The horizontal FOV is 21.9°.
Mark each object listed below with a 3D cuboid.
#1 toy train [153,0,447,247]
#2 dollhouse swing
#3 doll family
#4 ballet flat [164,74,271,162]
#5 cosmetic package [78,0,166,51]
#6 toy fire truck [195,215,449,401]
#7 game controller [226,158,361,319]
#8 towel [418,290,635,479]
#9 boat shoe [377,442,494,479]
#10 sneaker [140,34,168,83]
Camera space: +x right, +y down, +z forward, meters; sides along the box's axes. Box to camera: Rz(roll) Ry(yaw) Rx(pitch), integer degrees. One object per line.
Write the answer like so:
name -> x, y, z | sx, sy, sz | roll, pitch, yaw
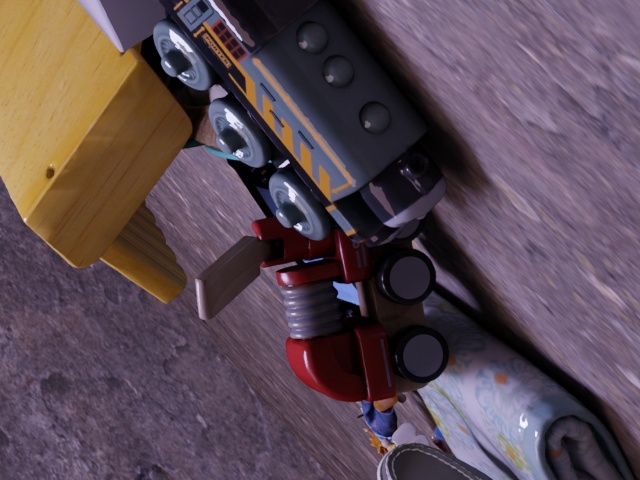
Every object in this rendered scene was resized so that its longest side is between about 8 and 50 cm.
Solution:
toy train -> -0.021, -0.137, 1.481 | 0.334, 0.142, 0.190 | 52, 159, -6
dollhouse swing -> -0.228, -0.151, 1.910 | 0.305, 0.315, 0.347 | 20, -154, -42
doll family -> 0.104, 0.258, 2.232 | 0.263, 0.118, 0.163 | 45, 167, 28
ballet flat -> -0.096, -0.156, 1.792 | 0.342, 0.116, 0.124 | -162, 58, -68
cosmetic package -> -0.219, -0.340, 1.555 | 0.224, 0.138, 0.224 | 49, 170, 34
toy fire truck -> -0.011, 0.061, 1.637 | 0.158, 0.246, 0.217 | -169, 68, -74
game controller -> 0.000, 0.000, 1.971 | 0.319, 0.067, 0.166 | 57, 167, -27
towel -> 0.224, 0.238, 1.787 | 0.320, 0.090, 0.374 | 35, 160, 52
boat shoe -> 0.179, 0.314, 1.722 | 0.305, 0.109, 0.091 | 43, 167, 19
sneaker -> -0.230, -0.209, 2.124 | 0.146, 0.102, 0.293 | 42, 165, 37
